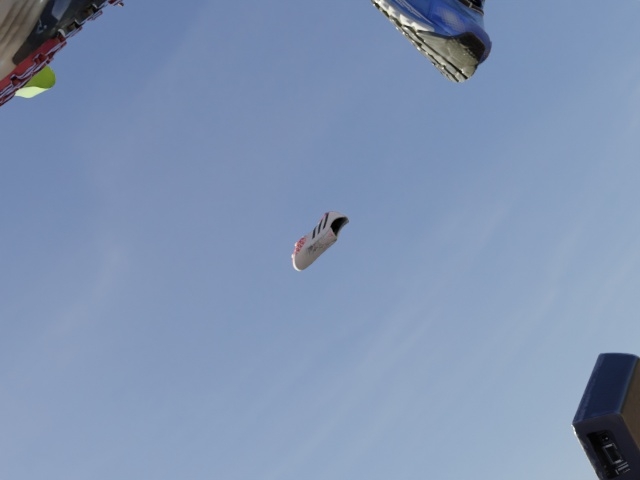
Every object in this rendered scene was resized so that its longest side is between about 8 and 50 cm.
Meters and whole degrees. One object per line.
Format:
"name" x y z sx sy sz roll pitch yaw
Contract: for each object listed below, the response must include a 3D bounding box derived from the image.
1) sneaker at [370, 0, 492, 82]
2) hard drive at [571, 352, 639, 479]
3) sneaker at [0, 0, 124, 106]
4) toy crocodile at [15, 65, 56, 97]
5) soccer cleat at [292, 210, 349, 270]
"sneaker" 0.133 -0.295 1.494 0.147 0.330 0.130 -39 -57 18
"hard drive" 0.347 0.248 1.402 0.054 0.254 0.172 -25 11 29
"sneaker" -0.207 -0.151 0.852 0.299 0.112 0.121 -39 8 9
"toy crocodile" -0.416 -0.165 1.280 0.340 0.115 0.105 6 -96 -33
"soccer cleat" 0.000 0.000 1.523 0.083 0.035 0.029 -50 -59 -22
